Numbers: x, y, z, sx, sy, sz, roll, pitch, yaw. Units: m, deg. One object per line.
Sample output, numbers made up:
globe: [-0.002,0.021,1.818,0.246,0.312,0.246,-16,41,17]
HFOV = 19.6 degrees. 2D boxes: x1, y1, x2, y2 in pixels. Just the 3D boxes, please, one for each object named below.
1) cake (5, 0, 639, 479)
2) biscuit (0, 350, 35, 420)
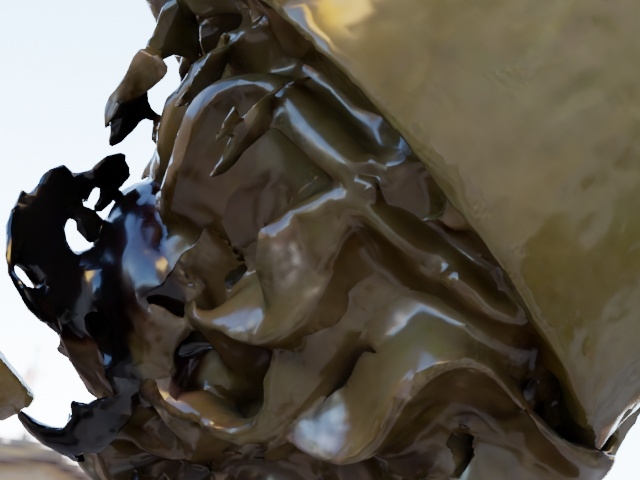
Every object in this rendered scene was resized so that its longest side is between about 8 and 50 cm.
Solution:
cake: [0.002,0.000,0.865,0.332,0.321,0.332,47,-11,12]
biscuit: [-0.197,-0.005,0.776,0.240,0.035,0.158,58,-8,-34]
